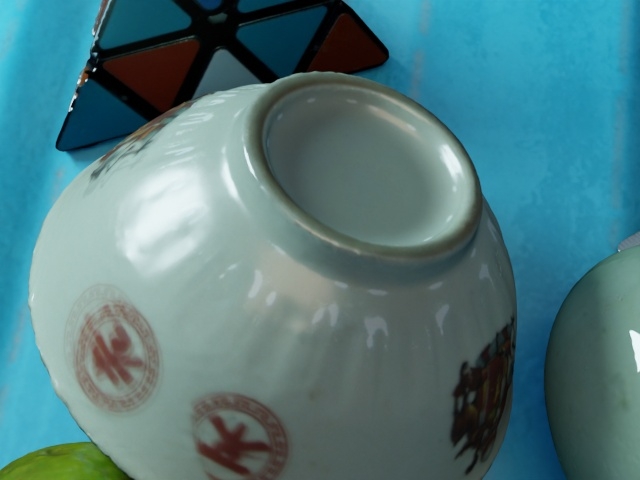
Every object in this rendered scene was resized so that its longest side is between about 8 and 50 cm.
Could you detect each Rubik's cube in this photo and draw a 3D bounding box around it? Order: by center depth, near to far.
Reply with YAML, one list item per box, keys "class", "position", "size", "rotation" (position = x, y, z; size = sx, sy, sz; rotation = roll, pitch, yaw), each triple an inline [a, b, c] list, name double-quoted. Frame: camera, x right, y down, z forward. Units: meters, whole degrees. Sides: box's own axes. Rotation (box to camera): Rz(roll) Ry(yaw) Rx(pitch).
- class: "Rubik's cube"
  position: [-0.059, -0.205, 0.730]
  size: [0.250, 0.234, 0.284]
  rotation: [17, 70, 1]

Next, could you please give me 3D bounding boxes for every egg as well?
- class: "egg"
  position: [0.260, 0.130, 0.651]
  size: [0.203, 0.203, 0.282]
  rotation: [-25, 70, -12]

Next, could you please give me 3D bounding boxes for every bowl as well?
- class: "bowl"
  position: [0.000, 0.000, 0.635]
  size: [0.337, 0.157, 0.337]
  rotation: [13, 46, -14]

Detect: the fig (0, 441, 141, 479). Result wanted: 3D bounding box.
- class: "fig"
  position: [-0.169, 0.254, 0.602]
  size: [0.206, 0.206, 0.275]
  rotation: [46, 107, 11]

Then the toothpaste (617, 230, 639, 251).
- class: "toothpaste"
  position: [0.328, 0.071, 0.762]
  size: [0.089, 0.057, 0.234]
  rotation: [-29, 69, -15]
